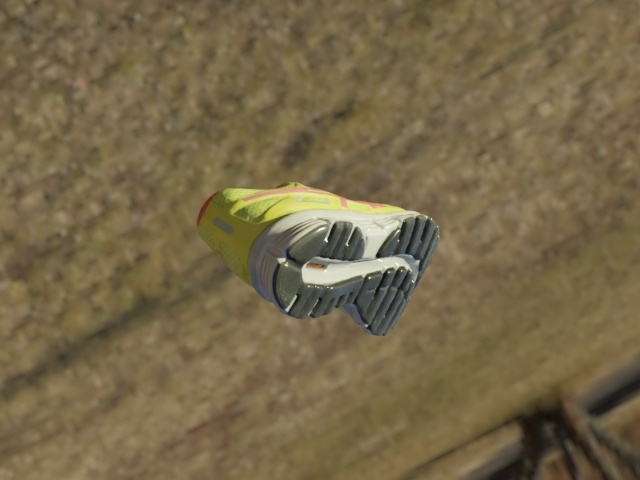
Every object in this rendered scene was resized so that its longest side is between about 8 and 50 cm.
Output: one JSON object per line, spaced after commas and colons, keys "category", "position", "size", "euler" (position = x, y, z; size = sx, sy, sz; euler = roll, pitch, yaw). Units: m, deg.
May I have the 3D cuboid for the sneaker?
{"category": "sneaker", "position": [0.000, 0.000, 1.090], "size": [0.208, 0.094, 0.081], "euler": [17, 99, -62]}
